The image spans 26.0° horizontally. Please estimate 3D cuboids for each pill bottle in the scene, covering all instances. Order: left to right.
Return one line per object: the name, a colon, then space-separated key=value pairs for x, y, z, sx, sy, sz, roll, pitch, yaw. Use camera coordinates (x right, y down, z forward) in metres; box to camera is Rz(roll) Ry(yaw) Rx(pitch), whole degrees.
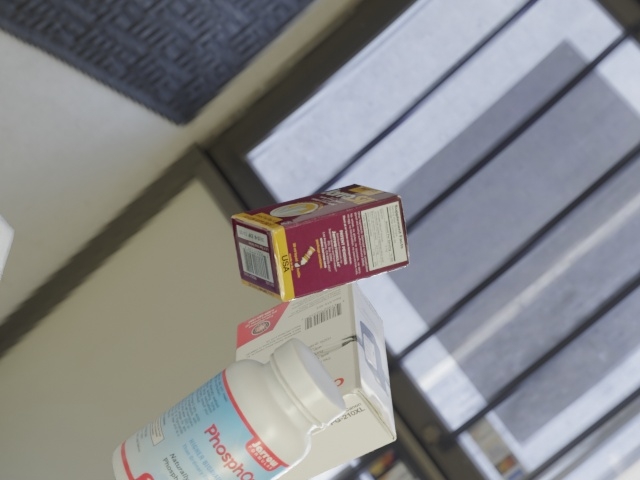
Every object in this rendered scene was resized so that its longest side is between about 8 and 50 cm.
pill bottle: x=-0.064 y=0.142 z=1.000 sx=0.160 sy=0.087 sz=0.087 roll=-37 pitch=154 yaw=8

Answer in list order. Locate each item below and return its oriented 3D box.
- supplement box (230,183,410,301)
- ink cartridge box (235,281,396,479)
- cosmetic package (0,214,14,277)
supplement box: x=0.000 y=0.000 z=0.780 sx=0.083 sy=0.055 sz=0.043 roll=-16 pitch=106 yaw=-26
ink cartridge box: x=-0.010 y=0.172 z=1.703 sx=0.172 sy=0.237 sz=0.100 roll=-27 pitch=120 yaw=15
cosmetic package: x=-0.343 y=0.150 z=0.787 sx=0.230 sy=0.161 sz=0.453 roll=80 pitch=25 yaw=-72
